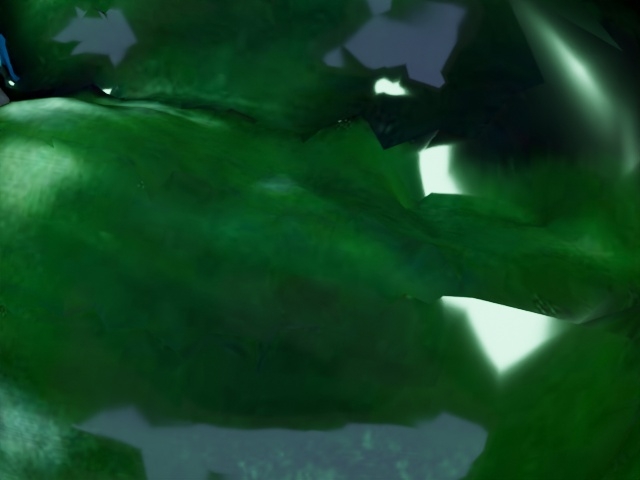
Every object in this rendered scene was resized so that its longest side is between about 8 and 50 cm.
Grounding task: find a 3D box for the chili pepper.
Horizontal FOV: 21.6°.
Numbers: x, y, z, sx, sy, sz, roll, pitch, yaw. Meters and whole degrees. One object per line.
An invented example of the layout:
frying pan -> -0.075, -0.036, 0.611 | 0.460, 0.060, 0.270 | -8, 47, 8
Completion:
chili pepper -> 0.000, 0.000, 0.533 | 0.257, 0.248, 0.233 | 6, 160, 5
